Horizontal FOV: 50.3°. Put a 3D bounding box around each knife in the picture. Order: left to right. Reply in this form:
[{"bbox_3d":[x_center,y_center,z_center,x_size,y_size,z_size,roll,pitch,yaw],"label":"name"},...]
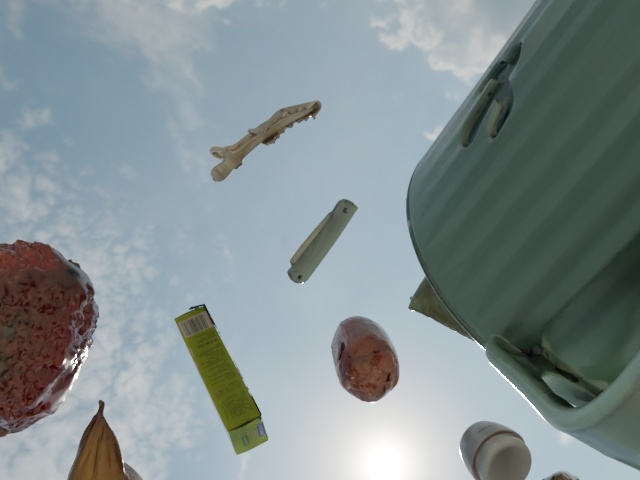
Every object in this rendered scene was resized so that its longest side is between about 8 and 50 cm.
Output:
[{"bbox_3d":[0.000,0.000,1.111,0.044,0.023,0.162,36,-90,-6],"label":"knife"}]

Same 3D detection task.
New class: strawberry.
[{"bbox_3d":[-0.400,0.094,0.832,0.274,0.220,0.274,38,-162,-15],"label":"strawberry"}]

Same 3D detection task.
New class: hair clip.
[{"bbox_3d":[-0.099,-0.185,1.171,0.034,0.226,0.072,46,-164,-46],"label":"hair clip"}]

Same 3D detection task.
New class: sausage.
[{"bbox_3d":[-0.224,0.335,0.766,0.112,0.112,0.328,-30,-63,-49],"label":"sausage"},{"bbox_3d":[0.104,0.277,1.629,0.152,0.152,0.280,56,-175,-15],"label":"sausage"}]

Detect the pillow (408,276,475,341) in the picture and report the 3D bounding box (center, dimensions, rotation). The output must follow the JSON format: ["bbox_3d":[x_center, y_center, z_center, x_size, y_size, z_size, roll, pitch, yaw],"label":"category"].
[{"bbox_3d":[0.310,0.104,1.351,0.075,0.302,0.185,38,-98,-36],"label":"pillow"}]

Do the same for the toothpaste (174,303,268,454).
[{"bbox_3d":[-0.216,0.291,1.463,0.077,0.110,0.327,-23,-130,-16],"label":"toothpaste"}]

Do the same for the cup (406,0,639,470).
[{"bbox_3d":[0.277,-0.056,0.469,0.310,0.392,0.401,5,-130,-19],"label":"cup"}]

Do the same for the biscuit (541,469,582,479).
[{"bbox_3d":[0.394,0.507,0.945,0.394,0.070,0.350,36,-139,-50],"label":"biscuit"}]

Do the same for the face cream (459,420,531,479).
[{"bbox_3d":[0.322,0.397,1.262,0.117,0.104,0.117,-3,-80,-17],"label":"face cream"}]
